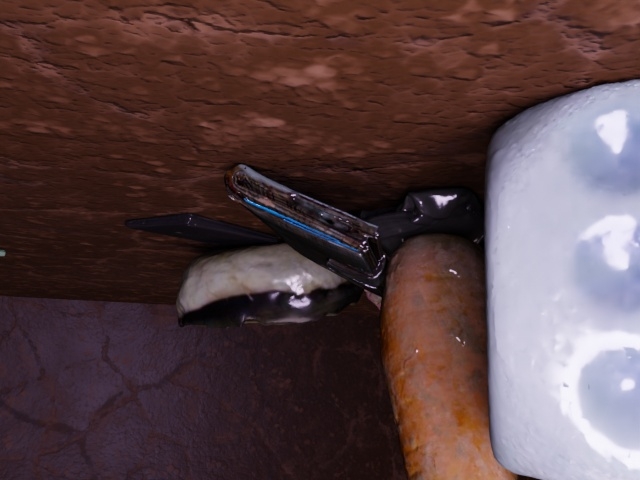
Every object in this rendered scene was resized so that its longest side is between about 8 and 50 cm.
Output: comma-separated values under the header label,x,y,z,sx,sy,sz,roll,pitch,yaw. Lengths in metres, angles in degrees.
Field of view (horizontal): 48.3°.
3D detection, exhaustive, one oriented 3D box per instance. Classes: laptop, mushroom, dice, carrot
label,x,y,z,sx,sy,sz,roll,pitch,yaw
laptop,-0.173,-0.010,1.054,0.135,0.016,0.197,-3,169,35
mushroom,-0.099,0.061,1.177,0.344,0.130,0.247,-4,-166,43
dice,0.261,0.043,0.539,0.264,0.268,0.262,0,170,16
carrot,0.125,0.136,0.718,0.138,0.302,0.139,2,147,1

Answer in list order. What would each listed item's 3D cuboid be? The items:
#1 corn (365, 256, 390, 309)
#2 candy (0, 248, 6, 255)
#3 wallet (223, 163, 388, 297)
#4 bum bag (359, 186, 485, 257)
label,x,y,z,sx,sy,sz,roll,pitch,yaw
corn,0.162,0.094,1.339,0.126,0.127,0.335,-1,166,15
candy,-0.679,0.018,1.199,0.097,0.097,0.323,-5,177,34
wallet,-0.001,0.001,0.823,0.168,0.044,0.317,28,174,12
bum bag,0.155,0.006,0.884,0.142,0.080,0.326,-11,153,26
